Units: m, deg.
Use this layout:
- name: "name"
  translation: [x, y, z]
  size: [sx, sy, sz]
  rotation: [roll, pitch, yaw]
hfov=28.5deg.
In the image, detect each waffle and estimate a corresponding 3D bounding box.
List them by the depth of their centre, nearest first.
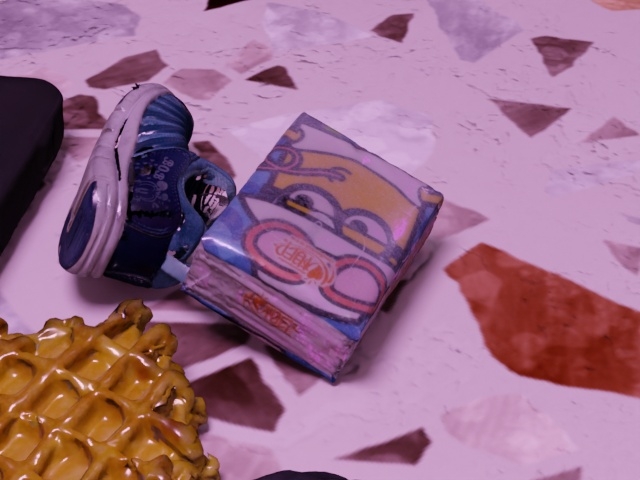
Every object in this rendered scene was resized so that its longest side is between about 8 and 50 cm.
- name: "waffle"
  translation: [-0.170, 0.123, 0.687]
  size: [0.228, 0.051, 0.232]
  rotation: [-9, 38, -14]

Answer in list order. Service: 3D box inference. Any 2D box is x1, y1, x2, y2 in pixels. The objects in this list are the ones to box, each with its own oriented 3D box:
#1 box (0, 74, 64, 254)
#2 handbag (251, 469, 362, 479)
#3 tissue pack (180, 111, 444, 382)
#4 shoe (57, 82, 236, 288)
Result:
- name: "box"
  translation: [-0.347, -0.033, 0.879]
  size: [0.288, 0.073, 0.290]
  rotation: [4, 37, 7]
- name: "handbag"
  translation: [0.043, 0.263, 0.416]
  size: [0.302, 0.275, 0.178]
  rotation: [30, 4, 39]
- name: "tissue pack"
  translation: [0.000, 0.000, 0.804]
  size: [0.115, 0.065, 0.155]
  rotation: [30, 43, 5]
- name: "shoe"
  translation: [-0.113, -0.034, 0.874]
  size: [0.106, 0.091, 0.207]
  rotation: [21, 30, -13]
